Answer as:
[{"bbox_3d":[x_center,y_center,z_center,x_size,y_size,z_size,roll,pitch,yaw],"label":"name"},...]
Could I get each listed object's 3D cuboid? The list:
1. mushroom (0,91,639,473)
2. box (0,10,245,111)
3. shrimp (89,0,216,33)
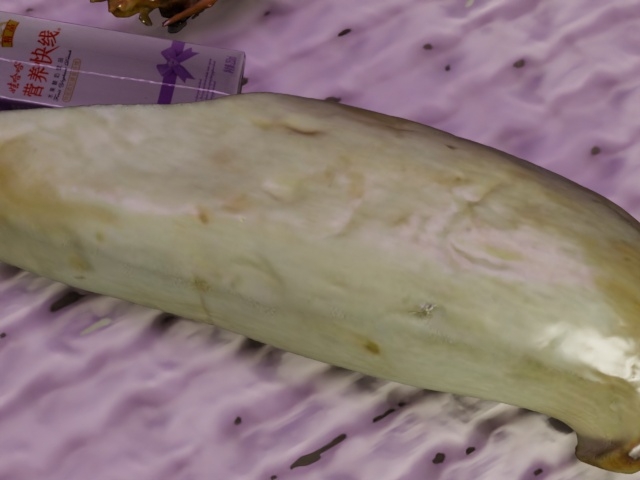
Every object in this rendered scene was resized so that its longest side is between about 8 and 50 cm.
[{"bbox_3d":[0.002,-0.003,0.686,0.333,0.087,0.107,18,69,8],"label":"mushroom"},{"bbox_3d":[-0.093,-0.064,0.743,0.117,0.036,0.050,11,57,2],"label":"box"},{"bbox_3d":[-0.044,-0.176,0.810,0.133,0.053,0.236,33,57,12],"label":"shrimp"}]
